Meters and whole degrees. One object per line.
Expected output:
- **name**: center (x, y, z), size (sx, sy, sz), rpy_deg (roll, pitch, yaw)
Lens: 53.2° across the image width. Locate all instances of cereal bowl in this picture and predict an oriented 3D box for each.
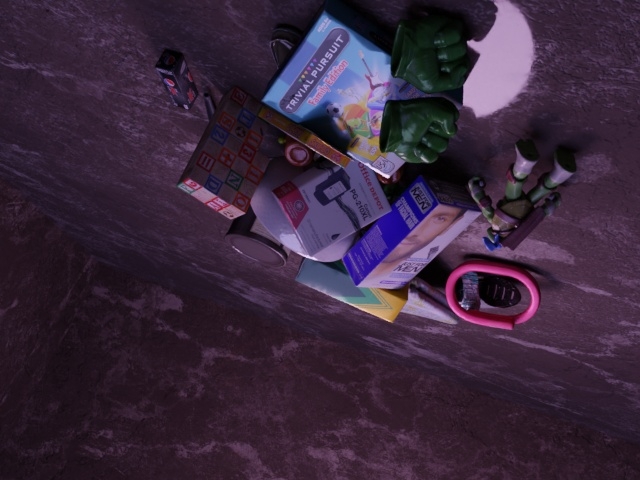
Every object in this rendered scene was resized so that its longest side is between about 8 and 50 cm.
- **cereal bowl**: center (-0.019, -0.113, 1.746), size (0.339, 0.339, 0.141), rpy_deg (30, 123, -18)

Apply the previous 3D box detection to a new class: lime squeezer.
- **lime squeezer**: center (0.241, -0.124, 1.729), size (0.310, 0.059, 0.110), rpy_deg (10, -179, -45)

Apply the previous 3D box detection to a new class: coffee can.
- **coffee can**: center (-0.147, -0.084, 1.960), size (0.201, 0.275, 0.201), rpy_deg (20, 159, 8)

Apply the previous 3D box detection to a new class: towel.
- **towel**: center (0.285, 0.180, 2.245), size (0.320, 0.090, 0.374), rpy_deg (7, 163, 45)

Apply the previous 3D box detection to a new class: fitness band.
- **fitness band**: center (0.544, 0.168, 2.020), size (0.291, 0.209, 0.054), rpy_deg (8, -160, 22)

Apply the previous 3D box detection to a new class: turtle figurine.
- **turtle figurine**: center (0.462, -0.129, 1.486), size (0.198, 0.275, 0.266), rpy_deg (41, 142, 15)

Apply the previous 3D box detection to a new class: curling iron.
- **curling iron**: center (-0.290, -0.340, 1.821), size (0.068, 0.035, 0.274), rpy_deg (13, 158, 12)

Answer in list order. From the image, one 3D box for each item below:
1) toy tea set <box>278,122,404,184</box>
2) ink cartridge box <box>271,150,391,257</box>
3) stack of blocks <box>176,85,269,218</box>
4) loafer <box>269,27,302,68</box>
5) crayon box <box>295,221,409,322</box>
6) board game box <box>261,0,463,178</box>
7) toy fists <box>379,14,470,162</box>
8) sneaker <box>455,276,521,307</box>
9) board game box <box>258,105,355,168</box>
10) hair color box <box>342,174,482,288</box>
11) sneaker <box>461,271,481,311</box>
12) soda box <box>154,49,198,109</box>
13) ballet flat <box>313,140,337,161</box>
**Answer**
- **toy tea set**: center (0.059, -0.239, 1.663), size (0.336, 0.124, 0.200), rpy_deg (32, 128, -15)
- **ink cartridge box**: center (0.029, -0.098, 1.555), size (0.172, 0.237, 0.100), rpy_deg (62, 175, -21)
- **stack of blocks**: center (-0.226, -0.228, 1.660), size (0.171, 0.297, 0.087), rpy_deg (32, 155, -25)
- **loafer**: center (-0.046, -0.355, 1.427), size (0.094, 0.087, 0.251), rpy_deg (6, 140, 36)
- **crayon box**: center (0.113, 0.052, 1.946), size (0.313, 0.363, 0.106), rpy_deg (23, 121, -4)
- **board game box**: center (0.085, -0.306, 1.334), size (0.336, 0.079, 0.254), rpy_deg (29, 134, -17)
- **toy fists**: center (0.203, -0.279, 1.209), size (0.142, 0.279, 0.096), rpy_deg (2, -157, -10)
- **sneaker**: center (0.575, 0.183, 2.156), size (0.108, 0.100, 0.271), rpy_deg (22, 167, -27)
- **board game box**: center (-0.034, -0.232, 1.436), size (0.124, 0.039, 0.259), rpy_deg (26, -174, -39)
- **hair color box**: center (0.235, -0.011, 1.678), size (0.185, 0.110, 0.339), rpy_deg (6, 135, -42)
- **sneaker**: center (0.502, 0.171, 2.120), size (0.065, 0.166, 0.076), rpy_deg (4, -166, 15)
- **soda box**: center (-0.375, -0.419, 1.679), size (0.053, 0.060, 0.169), rpy_deg (19, 160, 12)
- **ballet flat**: center (0.041, -0.259, 1.539), size (0.049, 0.173, 0.057), rpy_deg (44, -168, 6)
